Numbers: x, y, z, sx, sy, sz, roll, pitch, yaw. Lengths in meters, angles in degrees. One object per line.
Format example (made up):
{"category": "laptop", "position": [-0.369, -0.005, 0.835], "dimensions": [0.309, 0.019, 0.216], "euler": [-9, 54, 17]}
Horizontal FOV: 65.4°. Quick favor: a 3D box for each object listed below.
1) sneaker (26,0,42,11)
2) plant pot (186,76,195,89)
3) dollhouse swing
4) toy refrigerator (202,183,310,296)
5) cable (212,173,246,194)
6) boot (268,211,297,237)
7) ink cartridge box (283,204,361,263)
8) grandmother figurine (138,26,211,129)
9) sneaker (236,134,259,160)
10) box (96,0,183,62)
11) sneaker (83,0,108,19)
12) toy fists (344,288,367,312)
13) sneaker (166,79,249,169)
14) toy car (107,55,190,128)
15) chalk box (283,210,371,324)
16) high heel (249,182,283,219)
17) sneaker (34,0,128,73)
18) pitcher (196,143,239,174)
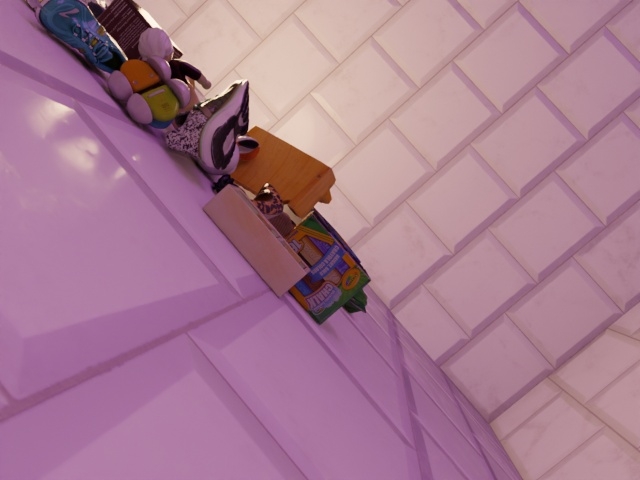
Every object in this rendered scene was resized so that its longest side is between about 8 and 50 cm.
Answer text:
{"category": "sneaker", "position": [-0.615, -0.561, 1.234], "dimensions": [0.082, 0.094, 0.208], "euler": [64, 11, 18]}
{"category": "plant pot", "position": [-0.532, -0.553, 1.884], "dimensions": [0.134, 0.134, 0.095], "euler": [20, 55, -80]}
{"category": "dollhouse swing", "position": [-0.153, -0.199, 1.854], "dimensions": [0.346, 0.315, 0.305], "euler": [32, -29, 17]}
{"category": "toy refrigerator", "position": [-0.142, -0.004, 1.165], "dimensions": [0.270, 0.094, 0.102], "euler": [50, 5, 3]}
{"category": "cable", "position": [-0.249, -0.118, 1.443], "dimensions": [0.151, 0.047, 0.184], "euler": [56, 7, -15]}
{"category": "boot", "position": [-0.168, -0.072, 1.712], "dimensions": [0.206, 0.090, 0.248], "euler": [36, -2, 40]}
{"category": "ink cartridge box", "position": [0.000, 0.000, 2.099], "dimensions": [0.395, 0.151, 0.270], "euler": [46, 5, -44]}
{"category": "grandmother figurine", "position": [-0.418, -0.435, 1.403], "dimensions": [0.104, 0.207, 0.342], "euler": [54, -14, 31]}
{"category": "sneaker", "position": [-0.341, -0.337, 1.668], "dimensions": [0.262, 0.099, 0.121], "euler": [9, 26, -38]}
{"category": "box", "position": [-0.602, -0.652, 1.637], "dimensions": [0.203, 0.167, 0.168], "euler": [49, 8, 6]}
{"category": "sneaker", "position": [-0.807, -0.833, 1.725], "dimensions": [0.235, 0.094, 0.153], "euler": [43, 6, -49]}
{"category": "toy fists", "position": [0.090, 0.171, 1.884], "dimensions": [0.142, 0.096, 0.279], "euler": [35, 12, -28]}
{"category": "sneaker", "position": [-0.303, -0.347, 1.370], "dimensions": [0.181, 0.158, 0.410], "euler": [11, 36, 1]}
{"category": "toy car", "position": [-0.429, -0.358, 1.251], "dimensions": [0.182, 0.159, 0.136], "euler": [49, -32, 6]}
{"category": "chalk box", "position": [0.010, 0.089, 1.321], "dimensions": [0.289, 0.179, 0.180], "euler": [49, 4, -5]}
{"category": "high heel", "position": [-0.186, -0.120, 1.365], "dimensions": [0.186, 0.093, 0.261], "euler": [51, 25, -38]}
{"category": "sneaker", "position": [-0.541, -0.476, 1.178], "dimensions": [0.110, 0.107, 0.275], "euler": [45, 4, 16]}
{"category": "pitcher", "position": [-0.298, -0.287, 1.516], "dimensions": [0.125, 0.178, 0.207], "euler": [15, 7, -1]}
